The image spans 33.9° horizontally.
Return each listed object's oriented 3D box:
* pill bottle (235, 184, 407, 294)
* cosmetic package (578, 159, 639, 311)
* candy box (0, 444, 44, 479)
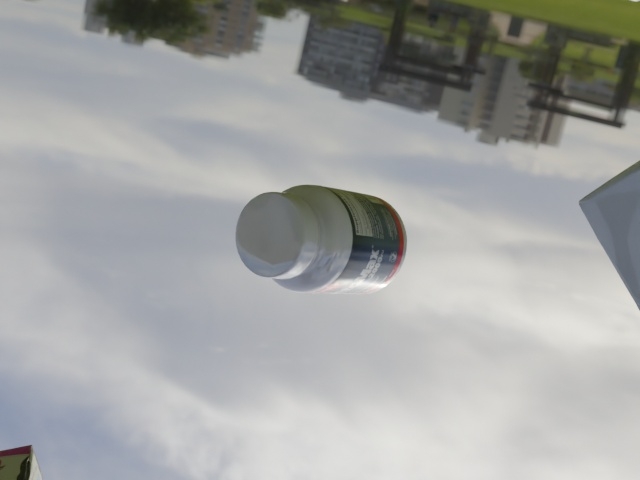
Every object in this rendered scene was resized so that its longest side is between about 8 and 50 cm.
[{"bbox_3d":[0.000,0.000,1.049,0.108,0.108,0.180,21,-171,32],"label":"pill bottle"},{"bbox_3d":[0.347,-0.048,0.731,0.224,0.138,0.225,-23,170,-37],"label":"cosmetic package"},{"bbox_3d":[-0.274,0.279,0.813,0.159,0.233,0.071,-9,-149,-4],"label":"candy box"}]
